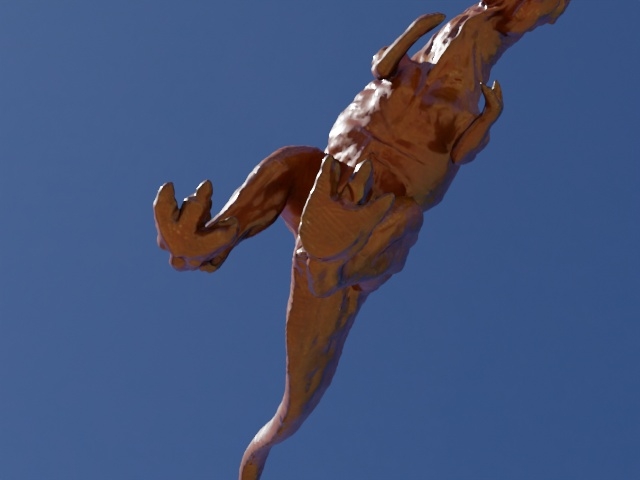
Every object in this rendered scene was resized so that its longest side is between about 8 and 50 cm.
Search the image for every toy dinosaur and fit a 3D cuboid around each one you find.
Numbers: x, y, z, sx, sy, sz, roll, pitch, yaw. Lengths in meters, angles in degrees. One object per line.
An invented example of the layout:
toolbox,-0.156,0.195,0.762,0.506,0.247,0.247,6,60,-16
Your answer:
toy dinosaur,0.000,0.000,0.943,0.097,0.208,0.432,43,-67,18
